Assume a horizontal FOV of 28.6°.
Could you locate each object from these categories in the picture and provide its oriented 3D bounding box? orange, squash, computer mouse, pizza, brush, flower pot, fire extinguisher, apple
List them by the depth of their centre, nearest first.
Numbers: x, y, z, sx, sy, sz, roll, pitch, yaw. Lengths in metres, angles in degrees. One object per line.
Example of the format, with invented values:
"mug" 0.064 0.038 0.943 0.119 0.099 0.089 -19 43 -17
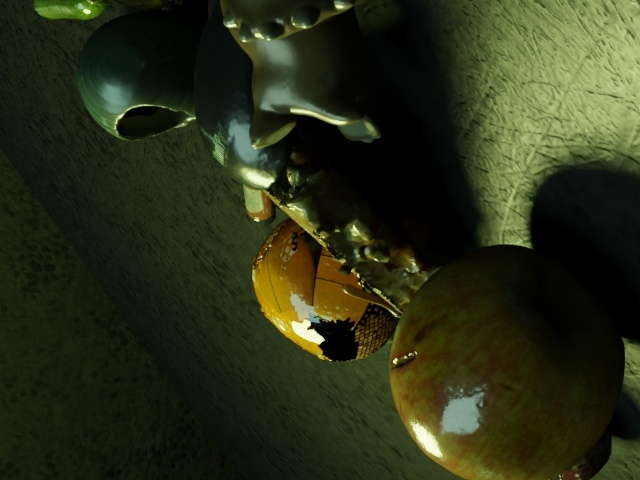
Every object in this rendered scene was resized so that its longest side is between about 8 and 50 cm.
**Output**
"apple" 0.212 0.132 1.403 0.264 0.264 0.264 41 161 18
"computer mouse" -0.089 -0.193 1.407 0.100 0.269 0.170 5 177 -22
"pizza" 0.043 -0.034 1.548 0.440 0.130 0.406 42 -178 5
"brush" 0.080 0.080 1.664 0.170 0.014 0.043 22 -155 -50
"flower pot" -0.227 -0.224 1.701 0.243 0.189 0.157 -15 -87 -79
"orange" 0.009 0.069 1.824 0.234 0.182 0.234 49 168 15
"fire extinguisher" -0.095 -0.080 1.951 0.177 0.050 0.062 88 162 -63
"squash" -0.394 -0.378 1.972 0.229 0.066 0.066 14 143 58

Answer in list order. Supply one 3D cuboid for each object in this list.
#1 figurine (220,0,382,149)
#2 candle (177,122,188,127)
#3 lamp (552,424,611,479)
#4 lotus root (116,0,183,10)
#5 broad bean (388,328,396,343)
"figurine" -0.008 -0.220 1.253 0.173 0.177 0.247 -179 83 -70
"candle" -0.243 -0.241 1.921 0.168 0.068 0.192 37 163 23
"lamp" 0.298 0.256 1.642 0.157 0.135 0.156 36 159 25
"lotus root" -0.257 -0.370 1.619 0.209 0.120 0.120 35 159 18
"broad bean" 0.039 0.090 1.987 0.339 0.061 0.077 35 151 30
